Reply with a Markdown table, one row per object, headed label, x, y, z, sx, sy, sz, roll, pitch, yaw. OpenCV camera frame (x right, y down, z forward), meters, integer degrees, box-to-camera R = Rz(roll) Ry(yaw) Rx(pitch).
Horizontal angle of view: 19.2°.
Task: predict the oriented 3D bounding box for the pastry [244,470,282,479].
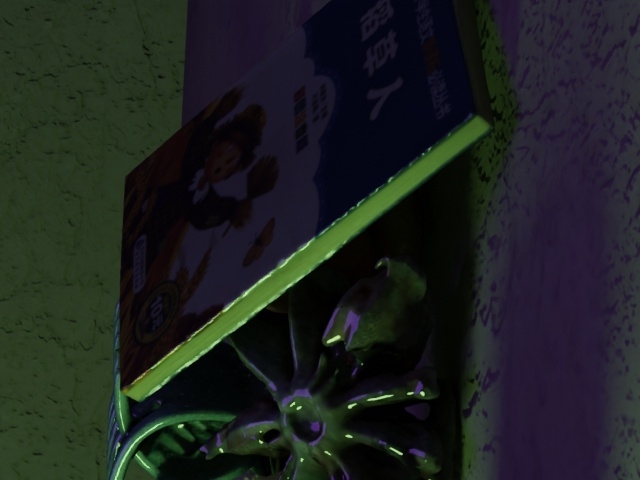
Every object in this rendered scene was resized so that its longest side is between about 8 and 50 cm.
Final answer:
| label | x | y | z | sx | sy | sz | roll | pitch | yaw |
| --- | --- | --- | --- | --- | --- | --- | --- | --- | --- |
| pastry | -0.052 | 0.381 | 2.123 | 0.089 | 0.121 | 0.258 | 165 | 108 | -74 |

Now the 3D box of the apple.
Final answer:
| label | x | y | z | sx | sy | sz | roll | pitch | yaw |
| --- | --- | --- | --- | --- | --- | --- | --- | --- | --- |
| apple | 0.000 | 0.000 | 1.767 | 0.199 | 0.199 | 0.199 | -177 | 90 | -80 |

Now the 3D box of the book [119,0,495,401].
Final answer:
| label | x | y | z | sx | sy | sz | roll | pitch | yaw |
| --- | --- | --- | --- | --- | --- | --- | --- | --- | --- |
| book | -0.027 | -0.075 | 1.670 | 0.428 | 0.039 | 0.300 | -39 | 33 | 26 |

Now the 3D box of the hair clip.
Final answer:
| label | x | y | z | sx | sy | sz | roll | pitch | yaw |
| --- | --- | --- | --- | --- | --- | --- | --- | --- | --- |
| hair clip | -0.148 | 0.208 | 2.394 | 0.318 | 0.238 | 0.392 | -108 | 23 | -69 |

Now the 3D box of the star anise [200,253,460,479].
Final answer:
| label | x | y | z | sx | sy | sz | roll | pitch | yaw |
| --- | --- | --- | --- | --- | --- | --- | --- | --- | --- |
| star anise | 0.020 | 0.166 | 1.638 | 0.316 | 0.139 | 0.359 | 44 | 118 | 37 |
